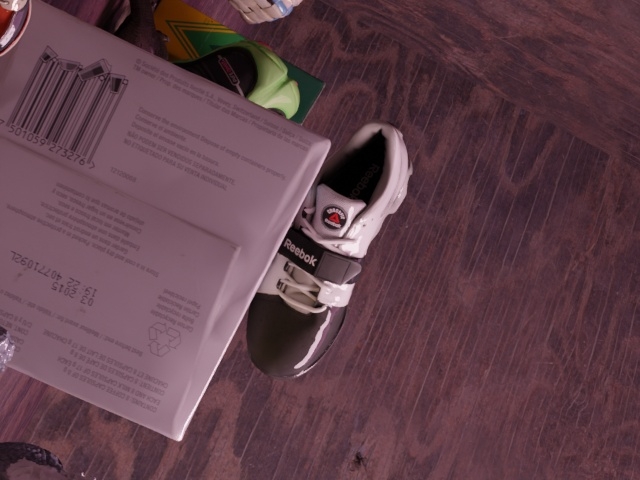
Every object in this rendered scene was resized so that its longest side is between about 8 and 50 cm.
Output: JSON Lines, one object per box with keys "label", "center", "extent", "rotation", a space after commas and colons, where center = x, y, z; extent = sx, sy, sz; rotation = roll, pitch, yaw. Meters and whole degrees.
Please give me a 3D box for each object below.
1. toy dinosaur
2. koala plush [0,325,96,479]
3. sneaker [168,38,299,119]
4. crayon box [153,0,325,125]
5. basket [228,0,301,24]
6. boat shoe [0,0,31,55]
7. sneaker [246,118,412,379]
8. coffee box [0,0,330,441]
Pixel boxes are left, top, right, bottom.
{"label": "toy dinosaur", "center": [-0.261, -0.251, 1.368], "extent": [0.313, 0.121, 0.160], "rotation": [-56, -159, 28]}
{"label": "koala plush", "center": [-0.274, 0.199, 0.745], "extent": [0.196, 0.221, 0.203], "rotation": [-64, 171, 27]}
{"label": "sneaker", "center": [-0.242, -0.189, 1.564], "extent": [0.483, 0.185, 0.202], "rotation": [-16, -157, 52]}
{"label": "crayon box", "center": [-0.179, -0.276, 1.807], "extent": [0.106, 0.313, 0.363], "rotation": [-61, -175, -14]}
{"label": "basket", "center": [-0.066, -0.530, 1.667], "extent": [0.201, 0.255, 0.289], "rotation": [3, -123, 57]}
{"label": "boat shoe", "center": [-0.262, -0.220, 0.814], "extent": [0.043, 0.049, 0.137], "rotation": [-78, -167, -84]}
{"label": "sneaker", "center": [0.000, 0.000, 1.124], "extent": [0.146, 0.122, 0.330], "rotation": [68, 47, -74]}
{"label": "coffee box", "center": [-0.231, -0.014, 1.091], "extent": [0.338, 0.338, 0.334], "rotation": [-64, -174, -6]}
